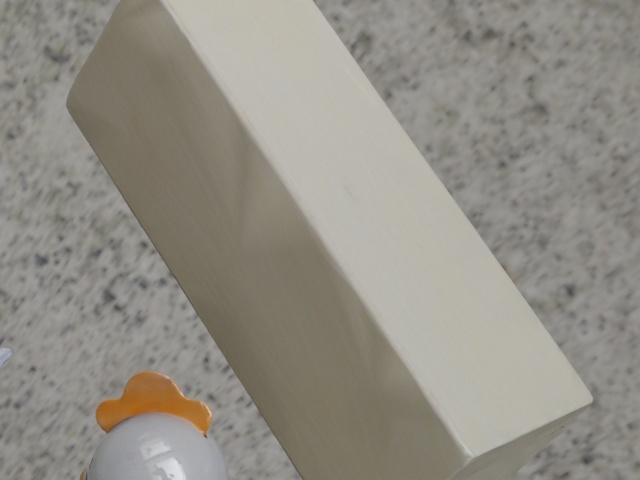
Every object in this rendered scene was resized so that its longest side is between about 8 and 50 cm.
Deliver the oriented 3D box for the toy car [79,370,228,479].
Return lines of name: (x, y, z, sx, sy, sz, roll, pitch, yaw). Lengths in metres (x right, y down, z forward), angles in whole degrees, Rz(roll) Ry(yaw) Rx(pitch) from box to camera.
toy car: (-0.151, 0.223, 1.427, 0.210, 0.219, 0.238, -2, 88, 19)

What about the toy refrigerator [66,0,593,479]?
toy refrigerator: (0.000, 0.000, 0.822, 0.094, 0.102, 0.269, -18, 66, -41)

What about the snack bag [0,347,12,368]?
snack bag: (-0.415, 0.172, 1.199, 0.342, 0.323, 0.037, -48, 122, -37)
